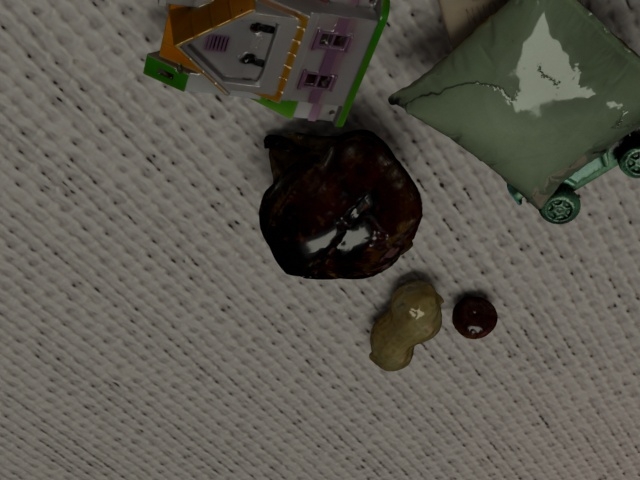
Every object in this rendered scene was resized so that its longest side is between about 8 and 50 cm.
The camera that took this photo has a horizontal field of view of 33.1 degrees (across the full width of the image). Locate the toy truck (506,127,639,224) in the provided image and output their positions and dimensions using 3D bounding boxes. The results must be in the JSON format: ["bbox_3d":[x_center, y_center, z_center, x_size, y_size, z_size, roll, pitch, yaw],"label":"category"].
[{"bbox_3d":[0.422,-0.159,1.717,0.279,0.155,0.156,-33,114,30],"label":"toy truck"}]

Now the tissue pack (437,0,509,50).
[{"bbox_3d":[0.229,-0.399,1.483,0.170,0.071,0.325,-15,138,10],"label":"tissue pack"}]

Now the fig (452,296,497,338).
[{"bbox_3d":[0.305,0.160,2.136,0.089,0.088,0.125,-8,161,5],"label":"fig"}]

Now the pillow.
[{"bbox_3d":[0.314,-0.210,1.553,0.310,0.119,0.312,33,127,-22],"label":"pillow"}]

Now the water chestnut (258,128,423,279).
[{"bbox_3d":[0.026,-0.060,1.742,0.289,0.244,0.289,-3,168,-1],"label":"water chestnut"}]

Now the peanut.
[{"bbox_3d":[0.164,0.175,2.115,0.117,0.101,0.263,27,134,-4],"label":"peanut"}]

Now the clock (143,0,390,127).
[{"bbox_3d":[-0.090,-0.303,1.504,0.310,0.166,0.235,4,139,-19],"label":"clock"}]
